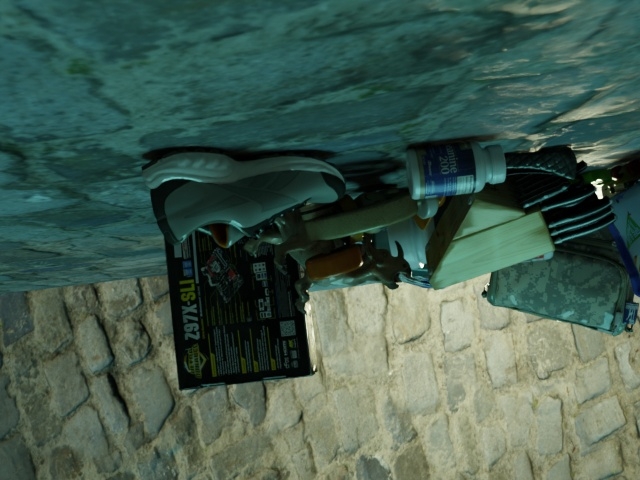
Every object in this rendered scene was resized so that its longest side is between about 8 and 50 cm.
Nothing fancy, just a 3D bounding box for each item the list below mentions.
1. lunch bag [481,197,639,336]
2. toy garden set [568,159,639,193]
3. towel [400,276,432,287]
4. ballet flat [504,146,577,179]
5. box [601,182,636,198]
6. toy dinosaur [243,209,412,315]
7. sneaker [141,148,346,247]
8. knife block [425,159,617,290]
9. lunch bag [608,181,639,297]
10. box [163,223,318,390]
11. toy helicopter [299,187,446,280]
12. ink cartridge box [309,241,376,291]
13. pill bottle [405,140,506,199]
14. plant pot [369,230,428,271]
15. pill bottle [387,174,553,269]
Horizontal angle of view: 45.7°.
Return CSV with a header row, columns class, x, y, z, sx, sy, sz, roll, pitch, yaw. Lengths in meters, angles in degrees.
class,x,y,z,sx,sy,sz,roll,pitch,yaw
lunch bag,0.506,0.043,1.564,0.305,0.256,0.212,12,177,23
toy garden set,0.640,-0.123,1.487,0.244,0.049,0.204,-6,176,-10
towel,0.163,0.085,1.953,0.284,0.034,0.209,14,174,-11
ballet flat,0.294,-0.104,1.135,0.173,0.049,0.057,-8,175,14
box,0.734,-0.088,1.731,0.094,0.113,0.275,-12,175,38
toy dinosaur,0.000,0.000,1.318,0.200,0.296,0.127,-47,-160,-17
sneaker,-0.082,-0.047,0.900,0.271,0.108,0.100,-5,174,-39
knife block,0.328,-0.017,1.245,0.242,0.088,0.276,15,130,-10
lunch bag,0.741,-0.058,1.272,0.385,0.239,0.328,-18,174,-17
box,-0.151,0.108,1.435,0.257,0.322,0.079,-8,174,10
toy helicopter,0.094,-0.057,1.196,0.234,0.140,0.355,-17,-175,11
ink cartridge box,-0.019,0.036,1.759,0.332,0.165,0.065,-7,-151,28
pill bottle,0.173,-0.092,0.976,0.120,0.067,0.067,-7,176,0
plant pot,0.212,0.004,1.780,0.234,0.166,0.165,-2,175,-20
pill bottle,0.272,-0.027,1.397,0.283,0.161,0.161,-8,176,15
